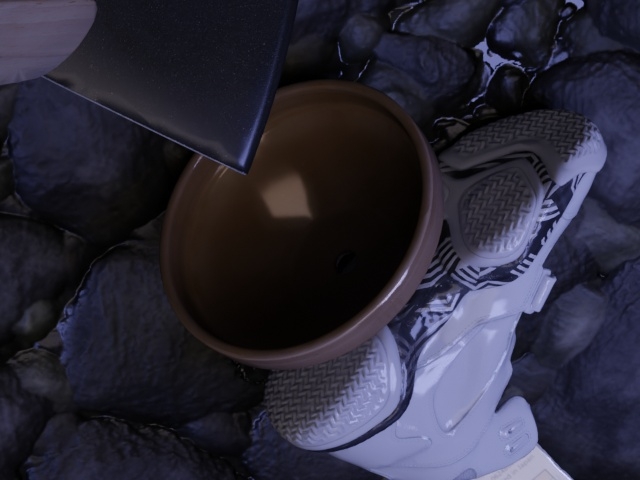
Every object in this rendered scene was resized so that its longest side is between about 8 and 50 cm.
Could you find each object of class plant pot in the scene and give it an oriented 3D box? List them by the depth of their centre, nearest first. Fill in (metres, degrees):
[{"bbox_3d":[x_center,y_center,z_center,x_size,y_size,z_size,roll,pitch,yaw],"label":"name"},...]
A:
[{"bbox_3d":[-0.114,-0.178,0.986,0.187,0.188,0.167,26,97,-22],"label":"plant pot"},{"bbox_3d":[0.000,0.000,1.084,0.237,0.237,0.110,-38,143,9],"label":"plant pot"}]

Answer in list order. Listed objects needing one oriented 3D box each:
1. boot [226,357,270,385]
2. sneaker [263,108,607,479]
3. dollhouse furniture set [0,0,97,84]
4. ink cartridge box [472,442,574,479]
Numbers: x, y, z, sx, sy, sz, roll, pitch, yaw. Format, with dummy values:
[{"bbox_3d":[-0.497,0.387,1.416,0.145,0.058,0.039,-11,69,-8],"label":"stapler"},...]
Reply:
[{"bbox_3d":[-0.034,0.071,1.196,0.121,0.045,0.099,-16,117,3],"label":"boot"},{"bbox_3d":[0.132,0.065,1.183,0.366,0.137,0.210,-47,131,-1],"label":"sneaker"},{"bbox_3d":[-0.195,-0.356,0.819,0.362,0.256,0.394,43,113,8],"label":"dollhouse furniture set"},{"bbox_3d":[0.206,0.387,1.406,0.308,0.091,0.385,-43,100,12],"label":"ink cartridge box"}]
